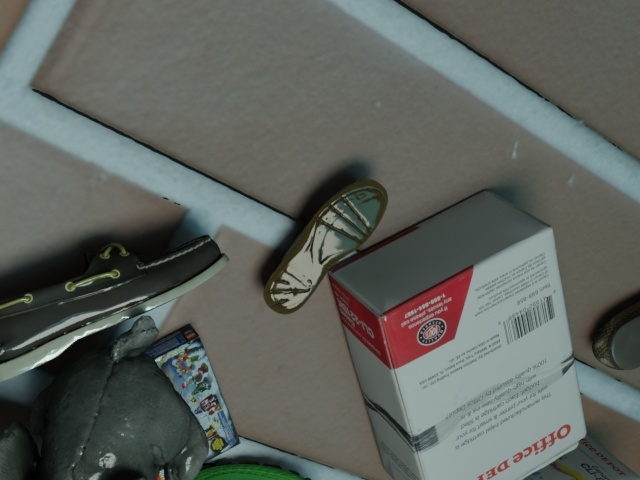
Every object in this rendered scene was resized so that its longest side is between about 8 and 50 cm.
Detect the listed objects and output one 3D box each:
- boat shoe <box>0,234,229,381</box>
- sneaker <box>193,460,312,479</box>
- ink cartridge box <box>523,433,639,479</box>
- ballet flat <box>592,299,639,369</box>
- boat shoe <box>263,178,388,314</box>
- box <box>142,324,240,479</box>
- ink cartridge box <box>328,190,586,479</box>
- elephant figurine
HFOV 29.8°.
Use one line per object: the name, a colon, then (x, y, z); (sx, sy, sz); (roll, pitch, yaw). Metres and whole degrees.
boat shoe: (-0.187, 0.042, 1.014); (0.227, 0.081, 0.069); (-26, 94, -18)
sneaker: (-0.135, 0.317, 1.132); (0.343, 0.146, 0.134); (-13, 118, -24)
ink cartridge box: (0.244, 0.299, 1.342); (0.176, 0.128, 0.127); (-4, 114, -28)
ballet flat: (0.409, 0.080, 1.381); (0.249, 0.058, 0.084); (-26, 101, -23)
boat shoe: (0.000, 0.000, 1.116); (0.152, 0.049, 0.056); (-46, 107, 3)
box: (-0.138, 0.157, 1.127); (0.094, 0.027, 0.137); (-27, 123, -14)
ink cartridge box: (0.144, 0.119, 1.210); (0.197, 0.114, 0.273); (-26, 122, -17)
elephant figurine: (-0.198, 0.216, 0.975); (0.186, 0.169, 0.239); (56, 39, -26)
